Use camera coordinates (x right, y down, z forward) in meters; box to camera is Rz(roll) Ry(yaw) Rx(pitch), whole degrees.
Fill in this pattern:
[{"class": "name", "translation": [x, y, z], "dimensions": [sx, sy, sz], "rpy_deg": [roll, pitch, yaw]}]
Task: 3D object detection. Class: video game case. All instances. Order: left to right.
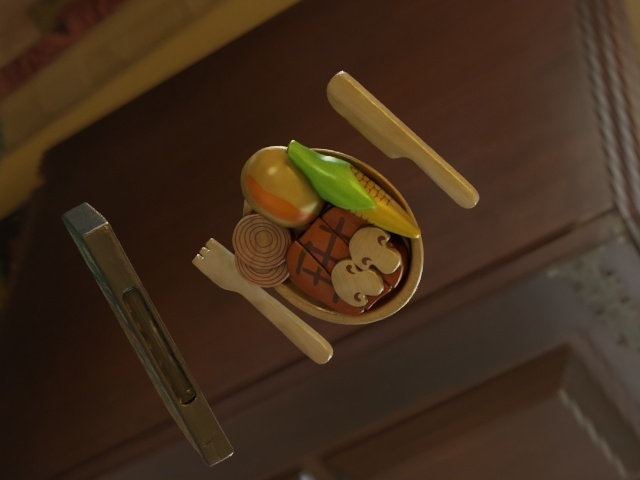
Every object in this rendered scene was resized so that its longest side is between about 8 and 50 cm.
[{"class": "video game case", "translation": [-0.176, 0.085, 1.666], "dimensions": [0.248, 0.035, 0.275], "rpy_deg": [63, -9, -10]}]

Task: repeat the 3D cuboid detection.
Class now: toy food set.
[{"class": "toy food set", "translation": [0.000, 0.000, 1.042], "dimensions": [0.132, 0.192, 0.038], "rpy_deg": [40, 38, 1]}]
